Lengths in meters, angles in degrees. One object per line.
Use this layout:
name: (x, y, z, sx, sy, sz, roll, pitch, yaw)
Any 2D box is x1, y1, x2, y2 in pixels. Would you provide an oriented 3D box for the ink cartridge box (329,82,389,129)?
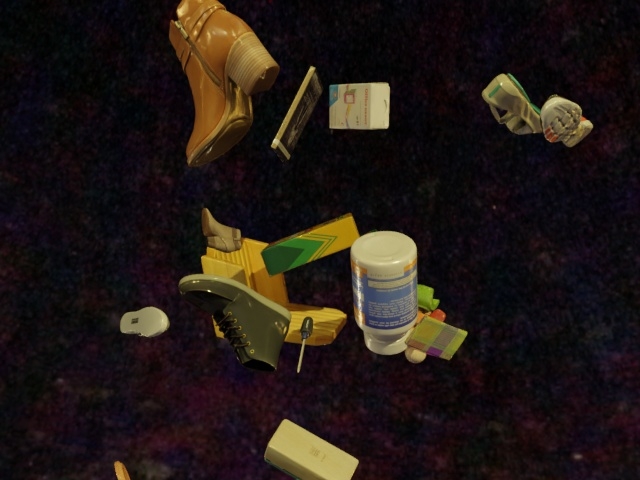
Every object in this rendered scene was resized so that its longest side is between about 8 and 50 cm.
ink cartridge box: (0.075, -0.263, 1.438, 0.052, 0.088, 0.122, -9, -167, -41)

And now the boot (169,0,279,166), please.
boot: (-0.218, -0.293, 1.335, 0.220, 0.109, 0.283, 48, 130, 13)

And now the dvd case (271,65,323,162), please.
dvd case: (-0.056, -0.312, 1.841, 0.018, 0.221, 0.164, 25, 177, 9)

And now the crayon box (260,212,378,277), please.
crayon box: (0.000, 0.000, 2.043, 0.318, 0.202, 0.081, -20, 94, 2)

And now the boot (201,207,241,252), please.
boot: (-0.238, -0.023, 1.771, 0.087, 0.118, 0.042, 1, 155, -28)

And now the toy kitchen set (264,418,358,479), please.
toy kitchen set: (-0.061, 0.391, 1.010, 0.122, 0.207, 0.166, 28, 134, 10)

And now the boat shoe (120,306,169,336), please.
boat shoe: (-0.287, 0.139, 1.227, 0.040, 0.049, 0.142, 20, 163, -38)

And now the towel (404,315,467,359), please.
towel: (0.173, 0.146, 1.099, 0.083, 0.009, 0.060, 21, 114, -21)

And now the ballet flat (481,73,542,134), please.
ballet flat: (0.406, -0.267, 1.516, 0.086, 0.086, 0.248, -24, 151, 29)

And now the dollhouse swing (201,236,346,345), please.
dollhouse swing: (-0.115, 0.129, 2.078, 0.305, 0.347, 0.315, -9, 96, 15)

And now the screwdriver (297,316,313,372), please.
screwdriver: (-0.034, 0.188, 1.334, 0.025, 0.170, 0.024, 38, 114, -7)

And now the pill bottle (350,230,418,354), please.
pill bottle: (0.151, 0.128, 1.711, 0.152, 0.152, 0.272, -1, 120, 6)

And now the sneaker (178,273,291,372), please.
sneaker: (-0.153, 0.145, 1.283, 0.222, 0.118, 0.083, 25, 144, -22)

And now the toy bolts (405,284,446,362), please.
toy bolts: (0.232, 0.233, 2.004, 0.218, 0.158, 0.228, 7, 154, 31)

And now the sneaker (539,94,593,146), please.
sneaker: (0.337, -0.179, 1.049, 0.061, 0.065, 0.158, -42, 154, 19)

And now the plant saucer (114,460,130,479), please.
plant saucer: (-0.420, 0.512, 1.568, 0.013, 0.083, 0.083, -22, 141, -11)
